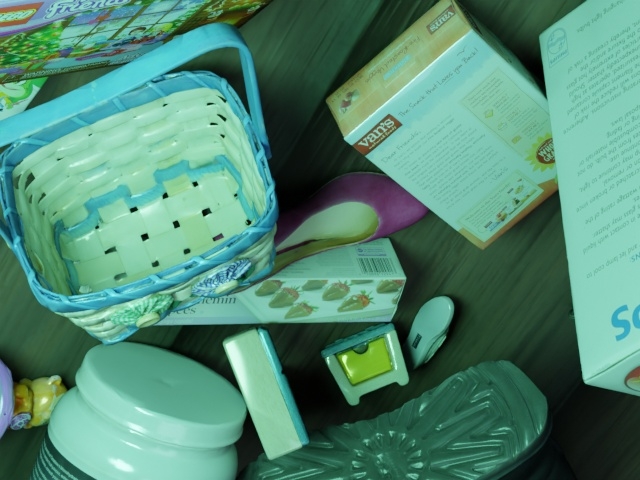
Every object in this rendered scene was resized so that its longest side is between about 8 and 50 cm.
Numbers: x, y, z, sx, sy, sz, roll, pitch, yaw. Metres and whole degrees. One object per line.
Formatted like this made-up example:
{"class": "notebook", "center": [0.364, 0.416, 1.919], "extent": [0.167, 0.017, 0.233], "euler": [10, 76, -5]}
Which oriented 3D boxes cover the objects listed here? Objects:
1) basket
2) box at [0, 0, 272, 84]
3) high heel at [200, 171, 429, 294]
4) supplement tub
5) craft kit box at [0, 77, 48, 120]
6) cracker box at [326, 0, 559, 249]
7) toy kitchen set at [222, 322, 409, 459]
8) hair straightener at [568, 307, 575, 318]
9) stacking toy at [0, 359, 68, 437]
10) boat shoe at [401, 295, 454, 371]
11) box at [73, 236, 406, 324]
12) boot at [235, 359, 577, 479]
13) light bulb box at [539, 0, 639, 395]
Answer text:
{"class": "basket", "center": [-0.153, -0.051, 1.558], "extent": [0.255, 0.201, 0.289], "euler": [-24, 146, -2]}
{"class": "box", "center": [-0.169, -0.187, 1.422], "extent": [0.293, 0.057, 0.201], "euler": [-14, 171, -33]}
{"class": "high heel", "center": [0.000, 0.000, 1.742], "extent": [0.244, 0.117, 0.082], "euler": [-1, 131, -19]}
{"class": "supplement tub", "center": [-0.195, 0.258, 1.813], "extent": [0.191, 0.191, 0.272], "euler": [11, 109, -29]}
{"class": "craft kit box", "center": [-0.375, -0.134, 1.521], "extent": [0.250, 0.061, 0.246], "euler": [23, 122, -36]}
{"class": "cracker box", "center": [0.138, -0.108, 1.731], "extent": [0.156, 0.067, 0.232], "euler": [-39, 134, 15]}
{"class": "toy kitchen set", "center": [0.002, 0.120, 1.828], "extent": [0.166, 0.207, 0.122], "euler": [-22, 92, -2]}
{"class": "hair straightener", "center": [0.378, 0.061, 1.992], "extent": [0.230, 0.047, 0.089], "euler": [-15, 134, -7]}
{"class": "stacking toy", "center": [-0.358, 0.151, 1.747], "extent": [0.302, 0.166, 0.175], "euler": [11, 118, -47]}
{"class": "boat shoe", "center": [0.118, 0.097, 1.941], "extent": [0.035, 0.035, 0.100], "euler": [-14, 138, -49]}
{"class": "box", "center": [-0.078, 0.039, 1.786], "extent": [0.324, 0.067, 0.063], "euler": [0, 132, -22]}
{"class": "boot", "center": [0.112, 0.320, 2.017], "extent": [0.367, 0.146, 0.445], "euler": [-22, 153, 3]}
{"class": "light bulb box", "center": [0.415, -0.039, 1.659], "extent": [0.358, 0.361, 0.225], "euler": [16, 147, -32]}
